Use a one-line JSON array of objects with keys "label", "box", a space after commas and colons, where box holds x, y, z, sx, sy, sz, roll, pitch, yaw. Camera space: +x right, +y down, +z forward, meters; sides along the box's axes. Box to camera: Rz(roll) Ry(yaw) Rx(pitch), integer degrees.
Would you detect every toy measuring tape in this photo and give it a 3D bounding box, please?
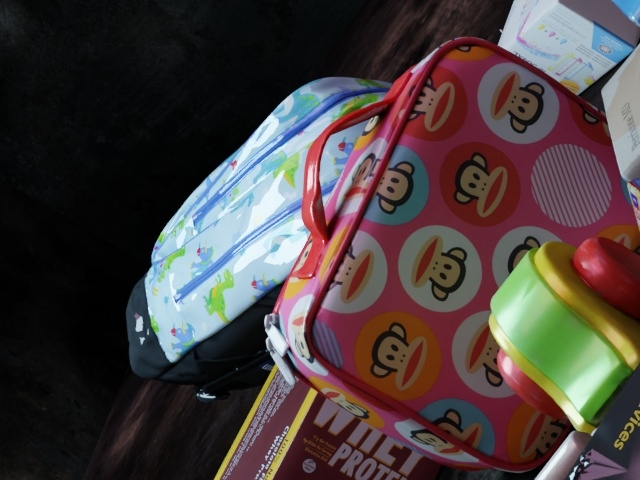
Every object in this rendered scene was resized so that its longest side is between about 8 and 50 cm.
[{"label": "toy measuring tape", "box": [0.145, 0.065, 0.896, 0.121, 0.121, 0.330, -55, -11, 20]}]

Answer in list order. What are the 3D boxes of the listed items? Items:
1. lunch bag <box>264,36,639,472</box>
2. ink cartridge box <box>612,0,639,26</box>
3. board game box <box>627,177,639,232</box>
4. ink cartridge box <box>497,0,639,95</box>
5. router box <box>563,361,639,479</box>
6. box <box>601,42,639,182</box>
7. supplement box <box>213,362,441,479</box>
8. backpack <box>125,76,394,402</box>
[{"label": "lunch bag", "box": [0.098, 0.004, 1.109, 0.293, 0.258, 0.120, -62, 12, -15]}, {"label": "ink cartridge box", "box": [0.347, -0.281, 1.104, 0.307, 0.129, 0.223, -55, 12, 17]}, {"label": "board game box", "box": [0.253, -0.015, 0.785, 0.147, 0.045, 0.193, -16, 11, 6]}, {"label": "ink cartridge box", "box": [0.241, -0.206, 1.453, 0.143, 0.092, 0.090, -43, 20, 57]}, {"label": "router box", "box": [0.185, 0.166, 0.582, 0.308, 0.081, 0.243, -59, 34, 3]}, {"label": "box", "box": [0.319, -0.151, 0.912, 0.311, 0.121, 0.148, -53, 14, 25]}, {"label": "supplement box", "box": [0.014, 0.184, 1.328, 0.191, 0.129, 0.194, -62, 12, -14]}, {"label": "backpack", "box": [0.000, 0.000, 1.509, 0.355, 0.290, 0.273, -27, 66, 51]}]
